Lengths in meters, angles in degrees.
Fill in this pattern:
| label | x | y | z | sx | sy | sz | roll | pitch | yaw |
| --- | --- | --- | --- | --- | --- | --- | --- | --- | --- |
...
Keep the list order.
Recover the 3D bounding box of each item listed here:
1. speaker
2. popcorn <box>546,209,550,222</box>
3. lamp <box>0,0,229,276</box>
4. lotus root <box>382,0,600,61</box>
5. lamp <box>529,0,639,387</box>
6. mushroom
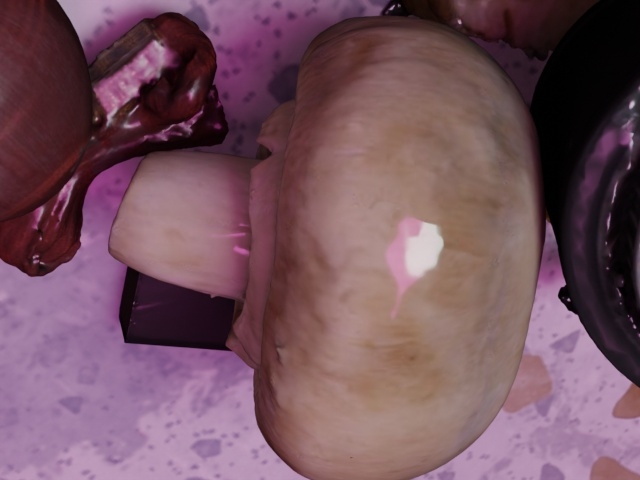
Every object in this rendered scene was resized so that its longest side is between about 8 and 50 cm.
| label | x | y | z | sx | sy | sz | roll | pitch | yaw |
| --- | --- | --- | --- | --- | --- | --- | --- | --- | --- |
| speaker | -0.028 | 0.040 | 0.691 | 0.218 | 0.044 | 0.082 | 6 | 112 | -20 |
| popcorn | 0.162 | -0.052 | 0.704 | 0.083 | 0.057 | 0.082 | -27 | 122 | -6 |
| lamp | -0.181 | -0.088 | 0.536 | 0.215 | 0.151 | 0.223 | -36 | 163 | 7 |
| lotus root | 0.173 | -0.196 | 0.632 | 0.260 | 0.074 | 0.170 | -4 | 110 | -16 |
| lamp | 0.222 | -0.024 | 0.519 | 0.205 | 0.272 | 0.374 | -5 | 129 | 10 |
| mushroom | 0.000 | 0.000 | 0.542 | 0.234 | 0.260 | 0.254 | 6 | 152 | -5 |
